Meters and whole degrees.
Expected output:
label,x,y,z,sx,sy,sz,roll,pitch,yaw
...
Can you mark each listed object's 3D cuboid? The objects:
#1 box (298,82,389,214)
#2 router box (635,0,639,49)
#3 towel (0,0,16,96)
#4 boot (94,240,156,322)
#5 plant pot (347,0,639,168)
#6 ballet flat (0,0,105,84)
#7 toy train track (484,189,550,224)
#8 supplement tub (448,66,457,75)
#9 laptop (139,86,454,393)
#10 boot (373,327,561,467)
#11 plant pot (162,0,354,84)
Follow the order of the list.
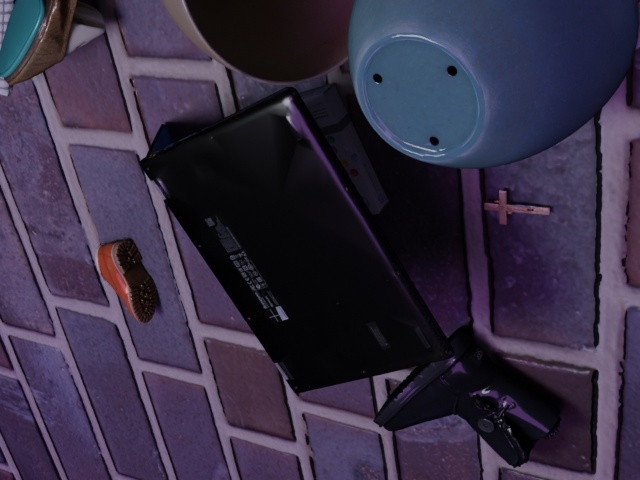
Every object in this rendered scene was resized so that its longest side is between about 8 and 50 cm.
label,x,y,z,sx,sy,sz,roll,pitch,yaw
box,-0.006,-0.113,1.295,0.145,0.038,0.186,-9,118,38
router box,0.296,-0.355,0.885,0.335,0.082,0.301,-29,104,43
towel,-0.568,-0.370,1.388,0.283,0.121,0.235,21,135,0
boot,-0.345,0.073,1.648,0.084,0.059,0.158,-3,112,38
plant pot,0.141,-0.184,0.922,0.290,0.195,0.290,21,135,22
ballet flat,-0.341,-0.347,1.275,0.342,0.124,0.116,-61,42,33
toy train track,0.253,-0.043,1.198,0.083,0.014,0.048,6,119,22
supplement tub,0.176,-0.199,1.088,0.107,0.071,0.071,6,125,30
laptop,-0.042,-0.017,1.267,0.408,0.236,0.382,-19,111,37
boot,0.216,0.269,1.399,0.207,0.094,0.246,42,129,4
plant pot,-0.080,-0.331,1.046,0.191,0.284,0.284,27,140,50
